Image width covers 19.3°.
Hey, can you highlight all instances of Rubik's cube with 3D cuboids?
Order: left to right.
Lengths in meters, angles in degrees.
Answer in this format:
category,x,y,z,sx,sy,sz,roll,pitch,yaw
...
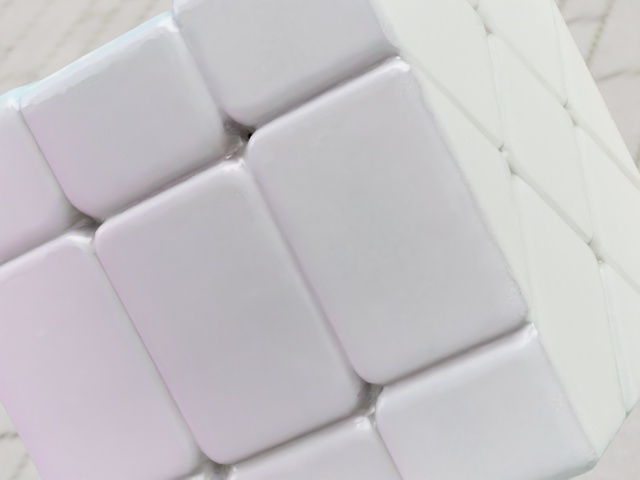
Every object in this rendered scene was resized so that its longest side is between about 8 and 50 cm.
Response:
category,x,y,z,sx,sy,sz,roll,pitch,yaw
Rubik's cube,0.000,0.000,1.124,0.316,0.319,0.322,-26,4,26
